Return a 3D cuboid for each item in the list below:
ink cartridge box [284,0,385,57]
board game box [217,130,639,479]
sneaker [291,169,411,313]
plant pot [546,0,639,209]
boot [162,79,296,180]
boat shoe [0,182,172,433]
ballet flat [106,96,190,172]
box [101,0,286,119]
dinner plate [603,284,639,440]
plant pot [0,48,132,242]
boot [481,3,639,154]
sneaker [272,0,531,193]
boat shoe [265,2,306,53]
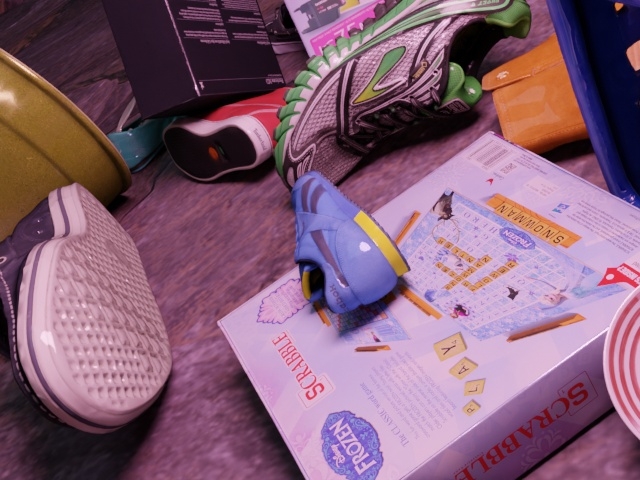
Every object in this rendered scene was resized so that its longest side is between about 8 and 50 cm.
[{"bbox_3d":[0.033,-0.382,1.405,0.186,0.065,0.311,-27,56,9],"label":"ink cartridge box"},{"bbox_3d":[0.098,0.062,0.780,0.318,0.066,0.318,-35,28,-4],"label":"board game box"},{"bbox_3d":[0.000,0.000,0.836,0.082,0.069,0.209,-38,28,-2],"label":"sneaker"},{"bbox_3d":[0.326,-0.122,0.681,0.212,0.236,0.236,-29,28,-6],"label":"plant pot"},{"bbox_3d":[-0.094,-0.161,1.320,0.176,0.088,0.244,-38,24,-32],"label":"boot"},{"bbox_3d":[-0.273,0.076,1.021,0.156,0.187,0.500,-38,23,0],"label":"boat shoe"},{"bbox_3d":[-0.244,-0.212,1.529,0.083,0.087,0.247,1,43,46],"label":"ballet flat"},{"bbox_3d":[-0.168,-0.274,1.346,0.103,0.184,0.261,-20,1,26],"label":"box"},{"bbox_3d":[0.249,0.079,0.604,0.141,0.017,0.141,-7,63,14],"label":"dinner plate"},{"bbox_3d":[-0.507,-0.045,1.305,0.366,0.366,0.353,8,59,50],"label":"plant pot"},{"bbox_3d":[0.269,-0.206,0.994,0.211,0.104,0.295,-18,36,24],"label":"boot"},{"bbox_3d":[0.082,-0.171,1.066,0.343,0.134,0.146,-47,64,16],"label":"sneaker"},{"bbox_3d":[-0.038,-0.344,1.543,0.080,0.076,0.228,-40,29,-14],"label":"boat shoe"}]
